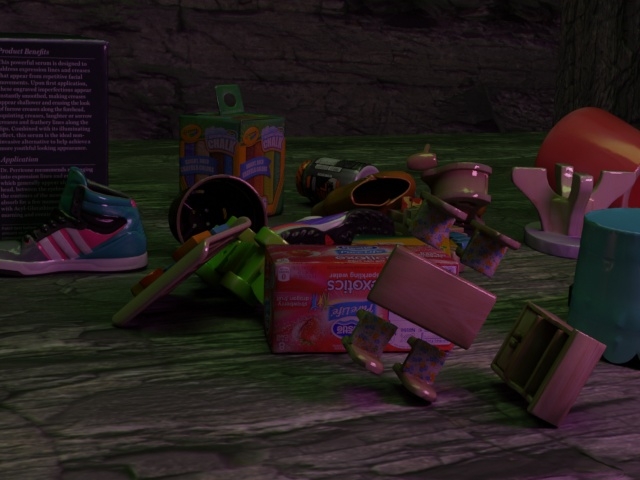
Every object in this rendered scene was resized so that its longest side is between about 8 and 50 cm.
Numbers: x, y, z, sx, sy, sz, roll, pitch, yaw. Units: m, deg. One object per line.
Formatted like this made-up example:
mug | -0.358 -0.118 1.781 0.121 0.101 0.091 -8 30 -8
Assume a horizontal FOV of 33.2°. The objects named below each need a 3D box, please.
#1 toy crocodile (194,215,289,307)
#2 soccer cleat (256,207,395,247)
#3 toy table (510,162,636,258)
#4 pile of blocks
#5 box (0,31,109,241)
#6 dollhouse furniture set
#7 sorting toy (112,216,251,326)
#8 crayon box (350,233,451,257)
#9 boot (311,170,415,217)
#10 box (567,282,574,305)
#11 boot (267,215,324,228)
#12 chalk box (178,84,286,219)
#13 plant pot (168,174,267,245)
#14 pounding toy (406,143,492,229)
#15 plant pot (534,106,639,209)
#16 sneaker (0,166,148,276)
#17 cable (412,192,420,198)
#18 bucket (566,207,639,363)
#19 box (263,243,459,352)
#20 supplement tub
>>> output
toy crocodile | -0.112 0.043 1.689 0.105 0.115 0.340 42 -10 -26
soccer cleat | 0.000 0.000 1.934 0.318 0.108 0.116 -11 14 -40
toy table | 0.515 -0.067 2.205 0.252 0.160 0.274 0 11 -11
pile of blocks | 0.229 -0.030 2.086 0.149 0.112 0.362 0 12 -10
box | -0.521 -0.184 2.003 0.212 0.395 0.293 -2 12 -20
dollhouse furniture set | 0.179 0.095 1.250 0.242 0.212 0.161 27 5 -12
sorting toy | -0.207 0.037 1.594 0.193 0.038 0.208 -38 2 19
crayon box | 0.126 0.057 1.722 0.165 0.081 0.278 3 12 4
boot | 0.140 -0.101 2.312 0.295 0.104 0.211 -19 1 -32
box | 0.499 0.080 1.786 0.114 0.036 0.207 9 13 30
boot | -0.044 0.005 2.014 0.190 0.069 0.086 -12 23 -23
chalk box | -0.195 -0.201 2.402 0.179 0.288 0.180 9 14 31
plant pot | -0.201 -0.039 1.968 0.167 0.167 0.165 -2 5 -21
pounding toy | 0.293 -0.132 2.256 0.154 0.154 0.269 -3 -19 23
plant pot | 0.657 -0.139 2.404 0.275 0.274 0.243 -5 24 -31
sneaker | -0.442 -0.036 1.830 0.296 0.178 0.124 -2 12 -19
cable | 0.206 -0.109 2.565 0.139 0.072 0.287 -10 16 -26
bucket | 0.487 0.061 1.513 0.281 0.183 0.281 2 12 0
box | 0.052 0.078 1.490 0.257 0.128 0.122 0 12 -9
supplement tub | 0.040 -0.135 2.554 0.190 0.117 0.117 11 15 40
